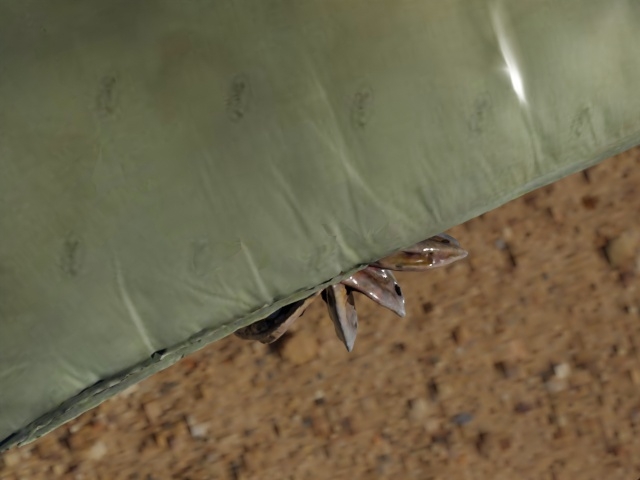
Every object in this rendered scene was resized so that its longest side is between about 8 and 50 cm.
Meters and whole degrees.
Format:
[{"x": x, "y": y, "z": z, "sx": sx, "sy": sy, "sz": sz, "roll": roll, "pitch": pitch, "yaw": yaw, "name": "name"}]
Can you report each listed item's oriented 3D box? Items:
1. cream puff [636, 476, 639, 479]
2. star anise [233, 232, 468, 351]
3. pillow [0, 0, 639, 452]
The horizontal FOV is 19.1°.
[{"x": 0.239, "y": 0.205, "z": 1.096, "sx": 0.165, "sy": 0.239, "sz": 0.239, "roll": 35, "pitch": 56, "yaw": 8, "name": "cream puff"}, {"x": 0.000, "y": 0.000, "z": 1.619, "sx": 0.229, "sy": 0.236, "sz": 0.093, "roll": 30, "pitch": 15, "yaw": -5, "name": "star anise"}, {"x": 0.011, "y": -0.089, "z": 0.458, "sx": 0.302, "sy": 0.075, "sz": 0.185, "roll": -24, "pitch": 79, "yaw": -7, "name": "pillow"}]
